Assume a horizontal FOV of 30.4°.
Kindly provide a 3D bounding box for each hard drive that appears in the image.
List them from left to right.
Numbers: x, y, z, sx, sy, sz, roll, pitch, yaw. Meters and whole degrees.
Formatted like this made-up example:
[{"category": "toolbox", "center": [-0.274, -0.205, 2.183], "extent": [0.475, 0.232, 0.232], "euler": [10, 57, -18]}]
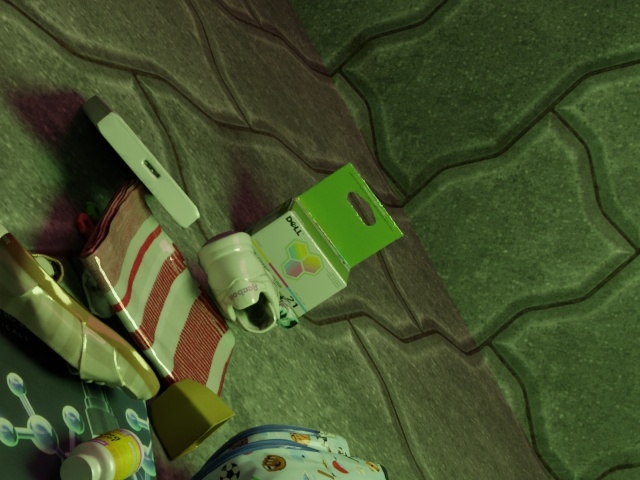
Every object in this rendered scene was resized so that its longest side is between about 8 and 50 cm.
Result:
[{"category": "hard drive", "center": [-0.288, -0.131, 1.851], "extent": [0.203, 0.040, 0.307], "euler": [51, -4, -18]}]

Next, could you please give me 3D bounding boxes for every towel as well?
[{"category": "towel", "center": [-0.225, 0.093, 1.712], "extent": [0.329, 0.037, 0.237], "euler": [60, 19, -23]}]

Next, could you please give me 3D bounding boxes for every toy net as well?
[{"category": "toy net", "center": [-0.306, 0.022, 1.703], "extent": [0.122, 0.045, 0.232], "euler": [51, 18, -23]}]

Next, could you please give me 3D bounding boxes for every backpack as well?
[{"category": "backpack", "center": [-0.055, 0.350, 1.455], "extent": [0.263, 0.276, 0.213], "euler": [20, 24, -43]}]

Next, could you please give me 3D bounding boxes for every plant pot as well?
[{"category": "plant pot", "center": [-0.182, 0.236, 1.606], "extent": [0.083, 0.081, 0.081], "euler": [52, 16, 8]}]

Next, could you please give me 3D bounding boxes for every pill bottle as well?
[{"category": "pill bottle", "center": [-0.186, 0.188, 0.996], "extent": [0.043, 0.043, 0.083], "euler": [59, 16, 7]}]

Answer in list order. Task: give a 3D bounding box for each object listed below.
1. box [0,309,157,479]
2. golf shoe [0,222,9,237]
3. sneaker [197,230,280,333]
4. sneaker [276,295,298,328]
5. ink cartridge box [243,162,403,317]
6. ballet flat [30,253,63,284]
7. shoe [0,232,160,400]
[{"category": "box", "center": [-0.298, 0.259, 0.999], "extent": [0.293, 0.212, 0.395], "euler": [40, 23, -43]}, {"category": "golf shoe", "center": [-0.426, -0.057, 1.369], "extent": [0.176, 0.086, 0.069], "euler": [37, 16, -9]}, {"category": "sneaker", "center": [-0.121, 0.102, 1.888], "extent": [0.305, 0.114, 0.152], "euler": [67, -2, -68]}, {"category": "sneaker", "center": [-0.081, 0.121, 2.182], "extent": [0.069, 0.038, 0.098], "euler": [64, 9, 29]}, {"category": "ink cartridge box", "center": [0.000, 0.000, 2.241], "extent": [0.189, 0.255, 0.097], "euler": [53, 17, -12]}, {"category": "ballet flat", "center": [-0.382, 0.038, 1.420], "extent": [0.073, 0.067, 0.206], "euler": [63, 18, 8]}, {"category": "shoe", "center": [-0.230, 0.083, 1.068], "extent": [0.219, 0.058, 0.076], "euler": [50, -15, -32]}]
